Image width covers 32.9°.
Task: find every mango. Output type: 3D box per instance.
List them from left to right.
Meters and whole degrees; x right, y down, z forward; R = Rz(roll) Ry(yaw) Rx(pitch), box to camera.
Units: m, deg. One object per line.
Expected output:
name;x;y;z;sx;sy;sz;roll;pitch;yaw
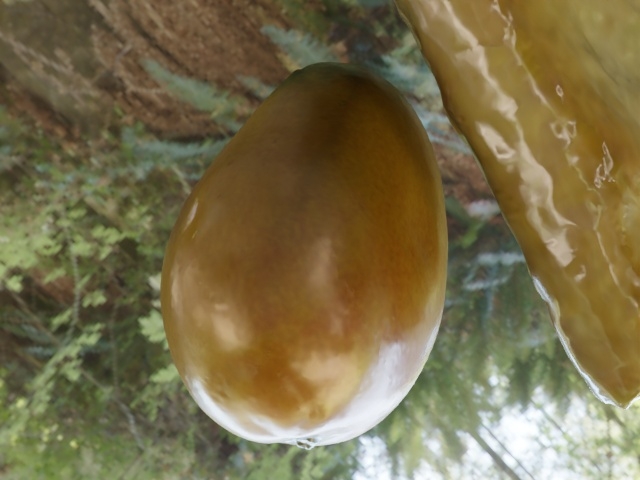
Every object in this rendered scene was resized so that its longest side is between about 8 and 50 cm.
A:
mango;0.002;0.006;0.555;0.120;0.151;0.221;-11;-147;32

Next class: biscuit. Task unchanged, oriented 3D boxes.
biscuit;0.168;-0.175;0.677;0.104;0.446;0.429;-28;178;38
